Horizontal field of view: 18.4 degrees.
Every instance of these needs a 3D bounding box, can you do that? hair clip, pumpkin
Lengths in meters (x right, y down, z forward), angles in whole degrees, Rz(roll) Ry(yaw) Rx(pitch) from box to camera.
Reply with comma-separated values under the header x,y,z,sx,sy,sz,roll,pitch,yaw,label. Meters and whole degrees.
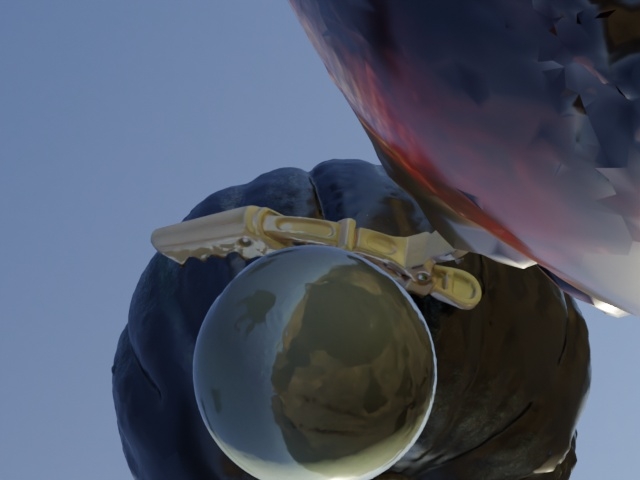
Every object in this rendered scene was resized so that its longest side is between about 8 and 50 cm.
x,y,z,sx,sy,sz,roll,pitch,yaw,label
0.000,0.000,1.312,0.072,0.226,0.034,99,180,-46,hair clip
0.027,0.114,1.492,0.266,0.363,0.363,-104,-3,-55,pumpkin

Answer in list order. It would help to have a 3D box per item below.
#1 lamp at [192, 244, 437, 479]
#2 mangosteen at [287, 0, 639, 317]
x,y,z,sx,sy,sz,roll,pitch,yaw,label
-0.003,0.054,0.830,0.105,0.105,0.105,-18,-69,-57,lamp
0.166,-0.173,0.666,0.381,0.381,0.421,38,-104,-56,mangosteen
